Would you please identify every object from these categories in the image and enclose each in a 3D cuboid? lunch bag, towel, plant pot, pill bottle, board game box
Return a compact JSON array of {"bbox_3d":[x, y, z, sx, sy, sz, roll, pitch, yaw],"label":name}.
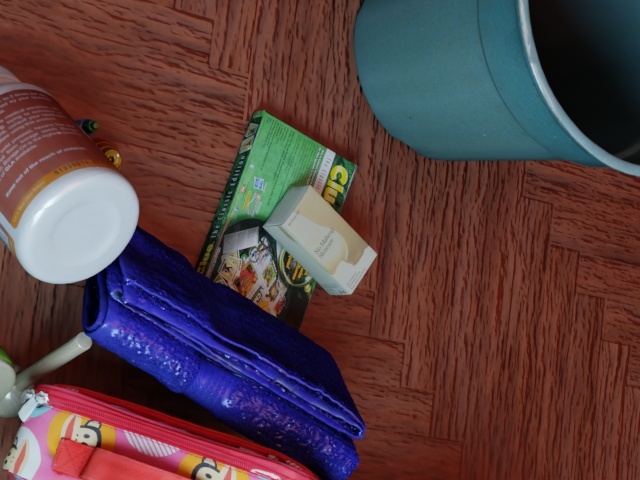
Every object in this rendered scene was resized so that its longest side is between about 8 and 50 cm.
[{"bbox_3d":[-0.137,0.223,1.623,0.258,0.293,0.120,53,55,-73],"label":"lunch bag"},{"bbox_3d":[-0.093,0.091,1.718,0.308,0.228,0.076,35,107,-24],"label":"towel"},{"bbox_3d":[0.231,-0.223,1.923,0.341,0.334,0.341,3,84,-36],"label":"plant pot"},{"bbox_3d":[-0.266,-0.068,1.626,0.121,0.216,0.121,-25,139,-24],"label":"pill bottle"},{"bbox_3d":[-0.056,0.007,1.892,0.136,0.030,0.260,29,71,-28],"label":"board game box"}]

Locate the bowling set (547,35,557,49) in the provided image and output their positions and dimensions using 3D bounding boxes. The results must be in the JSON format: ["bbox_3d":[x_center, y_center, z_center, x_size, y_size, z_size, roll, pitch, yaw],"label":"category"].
[{"bbox_3d":[0.361,-0.330,2.163,0.200,0.154,0.287,21,73,-52],"label":"bowling set"}]

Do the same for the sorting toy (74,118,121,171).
[{"bbox_3d":[-0.235,-0.090,1.761,0.102,0.042,0.061,14,79,-34],"label":"sorting toy"}]

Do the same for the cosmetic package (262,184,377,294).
[{"bbox_3d":[0.000,0.000,1.889,0.115,0.041,0.060,44,64,-25],"label":"cosmetic package"}]

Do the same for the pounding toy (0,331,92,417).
[{"bbox_3d":[-0.353,0.097,1.610,0.237,0.183,0.110,-5,64,-36],"label":"pounding toy"}]
